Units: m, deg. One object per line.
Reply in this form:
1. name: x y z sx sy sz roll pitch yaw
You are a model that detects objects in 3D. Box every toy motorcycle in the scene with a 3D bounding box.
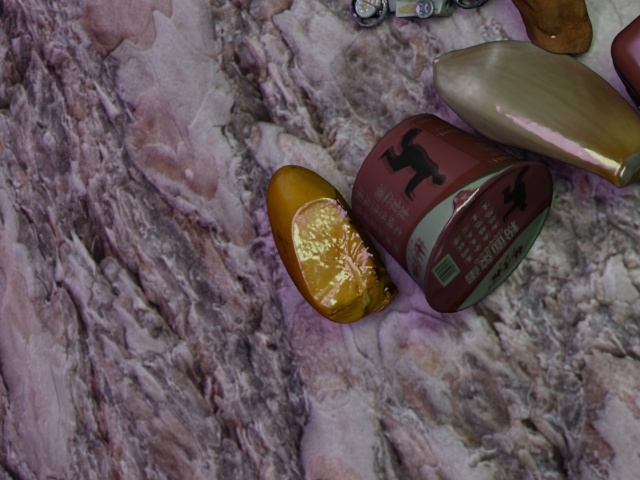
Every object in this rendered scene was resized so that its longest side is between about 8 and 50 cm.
1. toy motorcycle: 0.136 -0.378 1.697 0.229 0.074 0.151 -5 91 35

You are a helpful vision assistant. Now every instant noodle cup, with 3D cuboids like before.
1. instant noodle cup: 0.165 -0.048 1.591 0.178 0.235 0.235 41 105 32

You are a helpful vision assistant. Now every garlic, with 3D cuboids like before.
1. garlic: 0.296 -0.169 1.580 0.318 0.112 0.143 29 60 29

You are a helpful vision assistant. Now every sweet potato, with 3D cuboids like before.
1. sweet potato: 0.278 -0.337 1.544 0.097 0.251 0.097 -21 39 18

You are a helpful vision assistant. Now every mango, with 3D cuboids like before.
1. mango: 0.000 0.000 1.700 0.126 0.154 0.252 -30 71 -6

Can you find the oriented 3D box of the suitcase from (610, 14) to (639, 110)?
1. suitcase: 0.513 -0.184 1.452 0.236 0.161 0.297 -39 72 18
